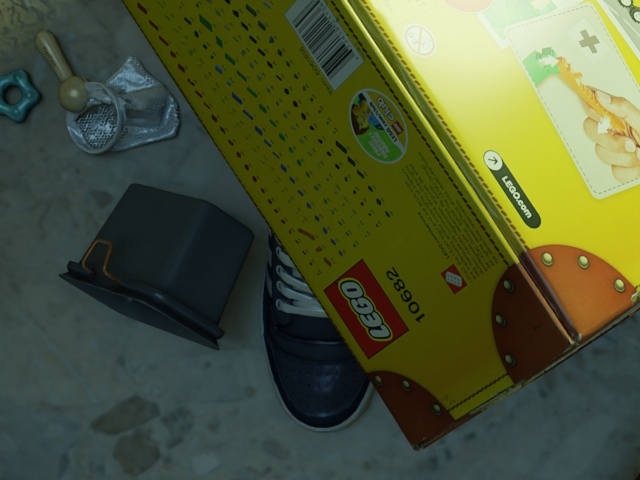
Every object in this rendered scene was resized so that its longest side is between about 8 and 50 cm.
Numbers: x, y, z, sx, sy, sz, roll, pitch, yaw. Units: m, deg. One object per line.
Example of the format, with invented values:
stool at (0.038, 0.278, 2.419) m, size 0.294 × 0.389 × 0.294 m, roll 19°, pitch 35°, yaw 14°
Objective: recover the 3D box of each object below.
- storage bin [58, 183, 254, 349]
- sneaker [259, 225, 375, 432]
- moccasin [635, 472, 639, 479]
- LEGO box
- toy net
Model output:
storage bin at (-0.119, 0.011, 1.351) m, size 0.135 × 0.098 × 0.091 m, roll 13°, pitch 73°, yaw 50°
sneaker at (0.000, 0.000, 1.327) m, size 0.099 × 0.153 × 0.282 m, roll 4°, pitch 87°, yaw 6°
moccasin at (0.283, 0.187, 1.247) m, size 0.139 × 0.147 × 0.380 m, roll 40°, pitch 119°, yaw 13°
LEGO box at (0.094, -0.177, 1.218) m, size 0.372 × 0.193 × 0.500 m, roll -28°, pitch 82°, yaw -37°
toy net at (-0.226, -0.107, 1.410) m, size 0.232 × 0.045 × 0.122 m, roll 17°, pitch 88°, yaw 6°
